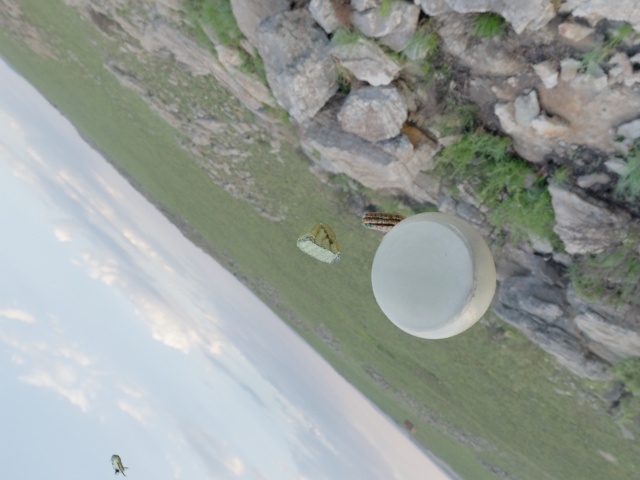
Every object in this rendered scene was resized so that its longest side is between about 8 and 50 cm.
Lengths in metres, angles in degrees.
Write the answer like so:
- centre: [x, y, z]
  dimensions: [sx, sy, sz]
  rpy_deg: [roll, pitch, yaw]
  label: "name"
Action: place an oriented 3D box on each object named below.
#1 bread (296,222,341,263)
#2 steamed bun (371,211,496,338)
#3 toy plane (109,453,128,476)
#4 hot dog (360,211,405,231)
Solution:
- centre: [0.004, 0.001, 1.551]
  dimensions: [0.156, 0.110, 0.103]
  rpy_deg: [33, 141, -27]
  label: "bread"
- centre: [0.217, 0.066, 0.852]
  dimensions: [0.231, 0.232, 0.145]
  rpy_deg: [35, -167, 37]
  label: "steamed bun"
- centre: [-0.571, 0.632, 1.274]
  dimensions: [0.080, 0.033, 0.083]
  rpy_deg: [31, 143, 50]
  label: "toy plane"
- centre: [0.163, -0.047, 1.149]
  dimensions: [0.122, 0.049, 0.037]
  rpy_deg: [3, -178, -4]
  label: "hot dog"
